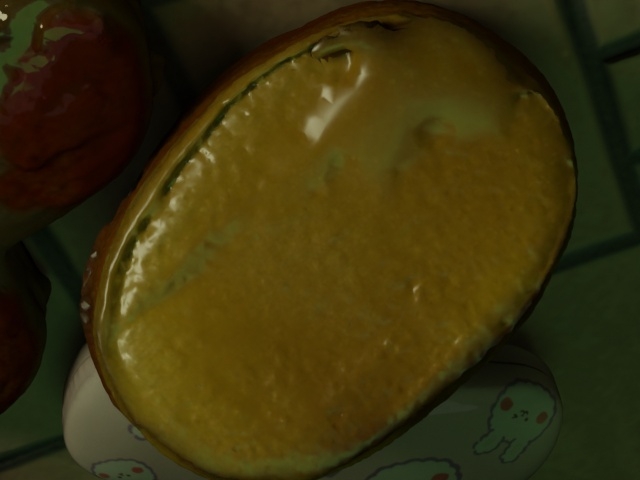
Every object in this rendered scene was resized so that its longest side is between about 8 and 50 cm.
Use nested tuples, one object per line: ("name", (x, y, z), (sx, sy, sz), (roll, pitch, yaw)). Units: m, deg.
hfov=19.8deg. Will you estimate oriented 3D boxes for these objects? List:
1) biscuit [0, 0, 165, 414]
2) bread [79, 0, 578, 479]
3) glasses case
("biscuit", (-0.307, -0.016, 0.895), (0.394, 0.076, 0.368), (12, 128, -22))
("bread", (0.004, 0.003, 0.893), (0.269, 0.142, 0.195), (-45, 95, 1))
("glasses case", (-0.002, 0.101, 1.067), (0.296, 0.075, 0.113), (6, 133, -16))
